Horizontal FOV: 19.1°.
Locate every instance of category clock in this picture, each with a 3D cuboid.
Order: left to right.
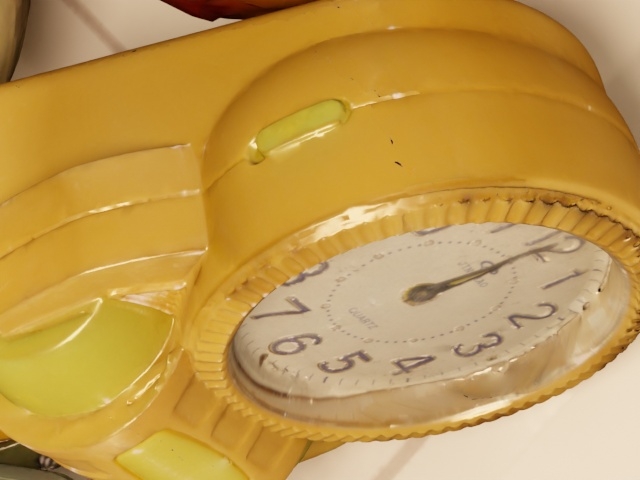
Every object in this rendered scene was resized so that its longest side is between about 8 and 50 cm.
[{"bbox_3d":[0.000,0.000,0.908,0.317,0.244,0.200,-20,61,21],"label":"clock"}]

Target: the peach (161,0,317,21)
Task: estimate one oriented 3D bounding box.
[{"bbox_3d":[-0.011,-0.279,0.898,0.372,0.290,0.373,0,92,-8],"label":"peach"}]

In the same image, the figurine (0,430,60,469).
[{"bbox_3d":[-0.215,0.104,1.099,0.141,0.167,0.250,27,129,-8],"label":"figurine"}]

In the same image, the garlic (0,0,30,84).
[{"bbox_3d":[-0.266,-0.173,1.049,0.249,0.286,0.313,40,110,-22],"label":"garlic"}]

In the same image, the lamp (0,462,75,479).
[{"bbox_3d":[-0.204,0.218,1.015,0.266,0.047,0.269,6,127,27],"label":"lamp"}]
